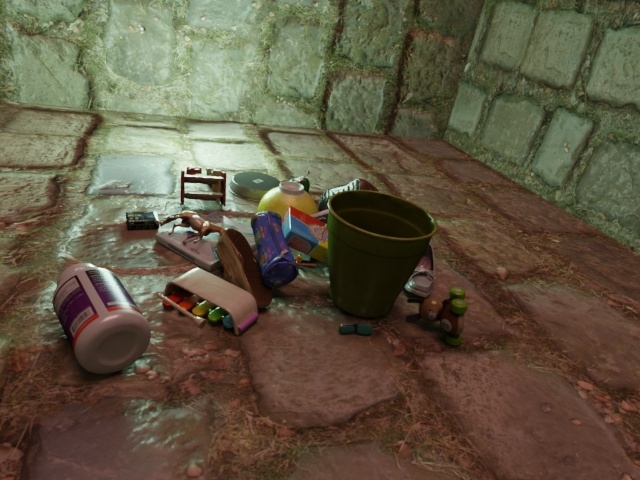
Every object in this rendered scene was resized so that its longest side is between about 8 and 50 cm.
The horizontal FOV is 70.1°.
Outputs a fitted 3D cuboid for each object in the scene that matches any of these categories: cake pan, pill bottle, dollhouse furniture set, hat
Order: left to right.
[{"bbox_3d":[-0.597,0.192,1.223,0.181,0.182,0.323,-13,35,-38],"label":"pill bottle"},{"bbox_3d":[-0.568,-0.266,2.189,0.201,0.152,0.374,1,12,-17],"label":"dollhouse furniture set"},{"bbox_3d":[-0.332,-0.286,2.369,0.292,0.054,0.293,9,27,-5],"label":"cake pan"},{"bbox_3d":[-0.085,-0.320,2.341,0.172,0.184,0.209,7,35,-40],"label":"hat"}]

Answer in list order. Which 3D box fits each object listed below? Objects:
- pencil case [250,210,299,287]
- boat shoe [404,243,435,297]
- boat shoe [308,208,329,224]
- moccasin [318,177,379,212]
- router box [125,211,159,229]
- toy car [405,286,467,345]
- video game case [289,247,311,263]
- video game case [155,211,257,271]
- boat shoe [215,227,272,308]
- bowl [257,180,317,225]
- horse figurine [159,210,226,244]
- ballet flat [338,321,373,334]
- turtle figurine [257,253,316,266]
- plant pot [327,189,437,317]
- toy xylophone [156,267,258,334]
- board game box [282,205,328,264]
[{"bbox_3d":[-0.165,0.021,1.597,0.119,0.133,0.306,0,42,-21],"label":"pencil case"},{"bbox_3d":[0.404,0.117,1.818,0.118,0.103,0.320,18,28,13],"label":"boat shoe"},{"bbox_3d":[-0.008,-0.064,2.012,0.301,0.108,0.102,-7,39,-35],"label":"boat shoe"},{"bbox_3d":[0.121,-0.193,2.129,0.146,0.380,0.139,16,66,-32],"label":"moccasin"},{"bbox_3d":[-0.723,-0.081,1.851,0.122,0.038,0.092,-3,30,-25],"label":"router box"},{"bbox_3d":[0.383,0.244,1.533,0.188,0.155,0.149,6,26,11],"label":"toy car"},{"bbox_3d":[-0.089,0.038,1.884,0.119,0.015,0.166,12,27,3],"label":"video game case"},{"bbox_3d":[-0.428,-0.006,1.820,0.299,0.036,0.329,25,30,25],"label":"video game case"},{"bbox_3d":[-0.271,0.112,1.580,0.121,0.110,0.341,18,32,-47],"label":"boat shoe"},{"bbox_3d":[-0.144,-0.186,2.138,0.289,0.156,0.289,9,27,-4],"label":"bowl"},{"bbox_3d":[-0.503,-0.055,1.778,0.263,0.066,0.174,25,37,20],"label":"horse figurine"},{"bbox_3d":[0.112,0.281,1.475,0.114,0.041,0.041,5,28,-13],"label":"ballet flat"},{"bbox_3d":[-0.164,0.060,1.726,0.269,0.087,0.218,-8,51,-10],"label":"turtle figurine"},{"bbox_3d":[0.172,0.059,1.572,0.365,0.353,0.367,9,27,-5],"label":"plant pot"},{"bbox_3d":[-0.363,0.189,1.423,0.322,0.081,0.236,27,31,28],"label":"toy xylophone"},{"bbox_3d":[0.000,0.000,1.818,0.316,0.064,0.242,26,22,-17],"label":"board game box"}]
